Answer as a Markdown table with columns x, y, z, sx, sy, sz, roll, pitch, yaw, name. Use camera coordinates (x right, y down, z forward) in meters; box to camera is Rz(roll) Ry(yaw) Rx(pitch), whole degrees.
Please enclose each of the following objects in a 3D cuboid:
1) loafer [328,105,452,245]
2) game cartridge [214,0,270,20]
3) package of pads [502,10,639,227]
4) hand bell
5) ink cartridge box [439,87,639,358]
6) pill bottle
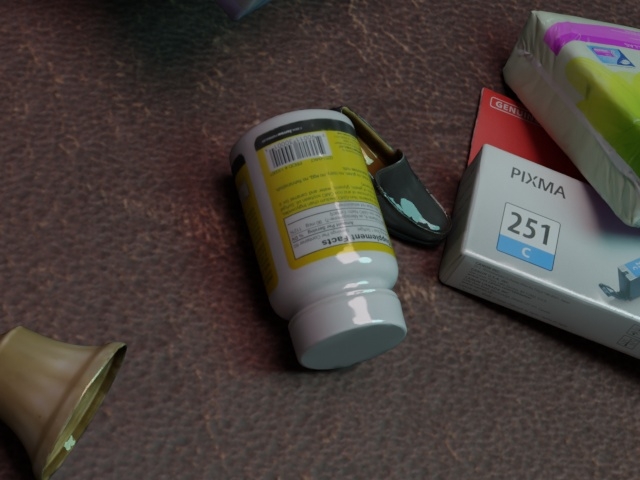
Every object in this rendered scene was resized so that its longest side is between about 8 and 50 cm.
| x | y | z | sx | sy | sz | roll | pitch | yaw | name |
| --- | --- | --- | --- | --- | --- | --- | --- | --- | --- |
| 0.060 | -0.060 | 1.727 | 0.170 | 0.061 | 0.062 | 37 | 48 | -9 | loafer |
| -0.132 | -0.366 | 1.651 | 0.355 | 0.068 | 0.230 | 47 | 31 | 2 | game cartridge |
| 0.350 | -0.111 | 1.848 | 0.229 | 0.101 | 0.296 | 8 | 32 | -29 | package of pads |
| -0.286 | 0.074 | 1.420 | 0.242 | 0.126 | 0.126 | 30 | 49 | 3 | hand bell |
| 0.282 | -0.022 | 1.813 | 0.296 | 0.066 | 0.261 | 21 | 53 | -8 | ink cartridge box |
| 0.000 | 0.000 | 1.614 | 0.119 | 0.119 | 0.208 | -2 | 64 | -33 | pill bottle |
